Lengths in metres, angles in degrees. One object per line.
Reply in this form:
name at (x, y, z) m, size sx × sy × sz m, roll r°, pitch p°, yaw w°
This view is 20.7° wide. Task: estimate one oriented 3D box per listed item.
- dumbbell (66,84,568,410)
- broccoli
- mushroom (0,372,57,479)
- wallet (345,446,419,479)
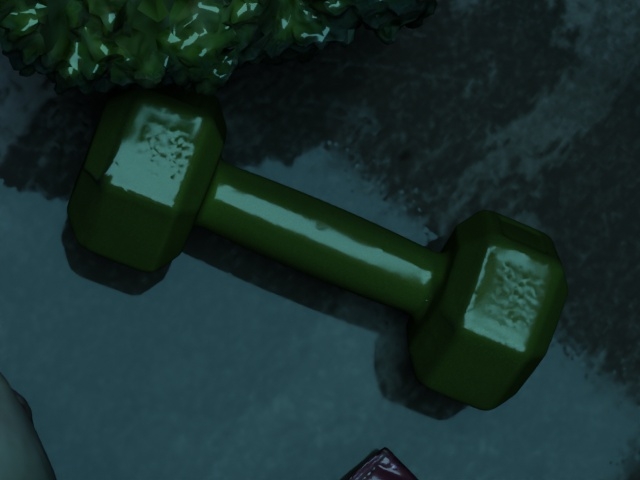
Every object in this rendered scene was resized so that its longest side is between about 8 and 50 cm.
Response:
dumbbell at (0.000, 0.000, 1.062) m, size 0.302 × 0.121 × 0.108 m, roll 23°, pitch 107°, yaw -6°
broccoli at (-0.067, -0.218, 0.991) m, size 0.338 × 0.277 × 0.317 m, roll -39°, pitch 128°, yaw 13°
mushroom at (-0.175, 0.257, 0.892) m, size 0.325 × 0.353 × 0.353 m, roll -41°, pitch 90°, yaw -29°
wallet at (0.075, 0.250, 1.079) m, size 0.119 × 0.025 × 0.232 m, roll -42°, pitch 90°, yaw -13°
